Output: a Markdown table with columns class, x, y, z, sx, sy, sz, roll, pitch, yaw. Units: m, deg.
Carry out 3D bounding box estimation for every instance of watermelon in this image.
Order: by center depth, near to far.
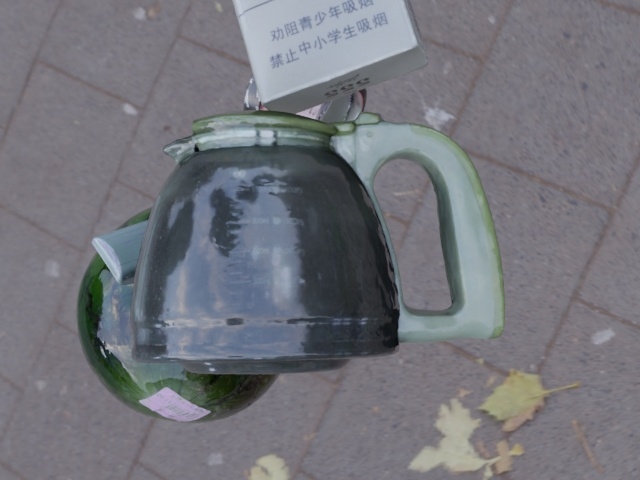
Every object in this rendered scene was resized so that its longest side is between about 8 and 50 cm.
| class | x | y | z | sx | sy | sz | roll | pitch | yaw |
| --- | --- | --- | --- | --- | --- | --- | --- | --- | --- |
| watermelon | -0.202 | 0.103 | 1.638 | 0.363 | 0.363 | 0.363 | -3 | 82 | 23 |

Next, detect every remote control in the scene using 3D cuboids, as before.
| class | x | y | z | sx | sy | sz | roll | pitch | yaw |
| --- | --- | --- | --- | --- | --- | --- | --- | --- | --- |
| remote control | -0.166 | 0.000 | 1.176 | 0.065 | 0.166 | 0.029 | 53 | 138 | 19 |

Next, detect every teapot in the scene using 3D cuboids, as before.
| class | x | y | z | sx | sy | sz | roll | pitch | yaw |
| --- | --- | --- | --- | --- | --- | --- | --- | --- | --- |
| teapot | -0.011 | -0.001 | 0.952 | 0.322 | 0.239 | 0.239 | -2 | 86 | 18 |

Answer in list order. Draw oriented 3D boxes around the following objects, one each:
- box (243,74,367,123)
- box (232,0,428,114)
| class | x | y | z | sx | sy | sz | roll | pitch | yaw |
| --- | --- | --- | --- | --- | --- | --- | --- | --- | --- |
| box | -0.018 | -0.205 | 1.595 | 0.135 | 0.151 | 0.151 | 29 | 95 | 26 |
| box | -0.010 | -0.269 | 1.052 | 0.168 | 0.071 | 0.259 | -18 | 77 | 13 |
